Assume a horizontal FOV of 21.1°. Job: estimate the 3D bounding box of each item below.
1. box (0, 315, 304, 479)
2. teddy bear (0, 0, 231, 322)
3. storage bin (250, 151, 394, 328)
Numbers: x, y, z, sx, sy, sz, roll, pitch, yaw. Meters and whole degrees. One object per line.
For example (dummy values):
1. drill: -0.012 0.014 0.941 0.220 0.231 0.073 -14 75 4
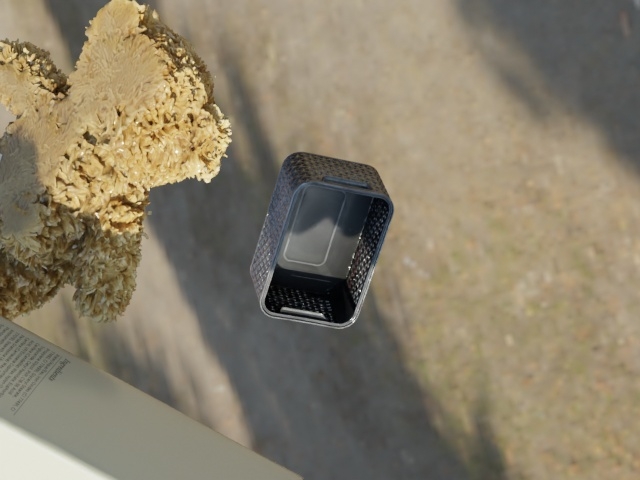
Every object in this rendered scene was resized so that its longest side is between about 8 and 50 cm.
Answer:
1. box: -0.160 0.164 1.221 0.275 0.113 0.094 29 121 4
2. teddy bear: -0.213 -0.045 1.396 0.245 0.113 0.338 42 103 30
3. storage bin: 0.000 0.000 1.999 0.084 0.122 0.180 -111 35 -59
